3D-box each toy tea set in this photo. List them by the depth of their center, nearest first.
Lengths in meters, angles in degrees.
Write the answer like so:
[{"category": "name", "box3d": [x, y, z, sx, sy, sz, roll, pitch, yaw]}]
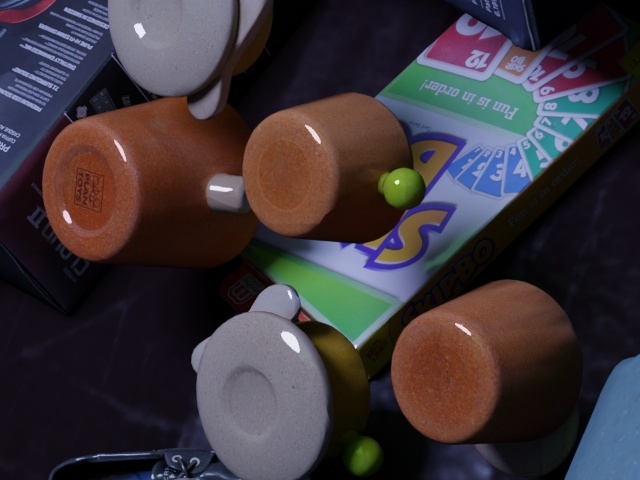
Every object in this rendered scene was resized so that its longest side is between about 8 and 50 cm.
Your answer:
[{"category": "toy tea set", "box3d": [0.000, 0.000, 0.923, 0.336, 0.124, 0.200, 52, 125, 24]}]

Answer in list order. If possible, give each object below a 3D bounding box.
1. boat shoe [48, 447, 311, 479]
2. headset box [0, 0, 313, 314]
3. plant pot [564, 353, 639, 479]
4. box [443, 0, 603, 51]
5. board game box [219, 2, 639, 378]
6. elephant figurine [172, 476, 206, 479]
[{"category": "boat shoe", "box3d": [-0.075, 0.129, 0.952, 0.142, 0.040, 0.049, -8, 53, 23]}, {"category": "headset box", "box3d": [-0.176, -0.106, 1.133, 0.218, 0.110, 0.293, 25, 71, 37]}, {"category": "plant pot", "box3d": [0.171, 0.213, 0.586, 0.341, 0.341, 0.334, 2, 50, 29]}, {"category": "box", "box3d": [0.112, -0.311, 0.991, 0.343, 0.179, 0.312, -38, 46, -19]}, {"category": "board game box", "box3d": [0.063, -0.037, 1.009, 0.259, 0.039, 0.124, -45, 48, -5]}, {"category": "elephant figurine", "box3d": [-0.030, 0.229, 0.791, 0.239, 0.169, 0.186, 44, 112, 27]}]
